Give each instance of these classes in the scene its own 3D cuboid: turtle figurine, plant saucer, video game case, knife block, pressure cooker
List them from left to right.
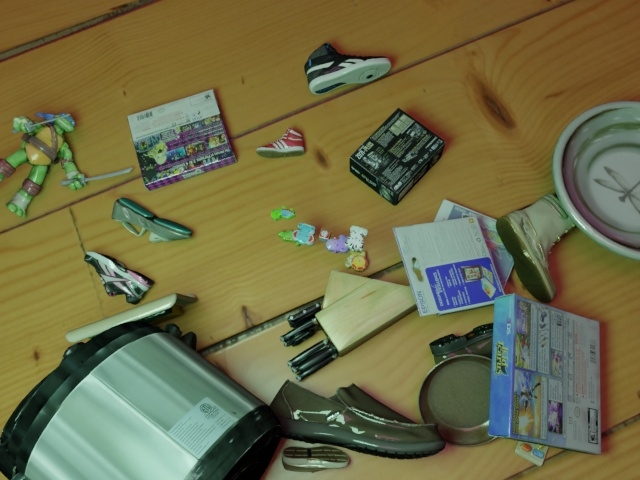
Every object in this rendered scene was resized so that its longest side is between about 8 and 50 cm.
[{"bbox_3d":[-0.659,-0.186,1.350,0.275,0.198,0.266,35,80,18],"label":"turtle figurine"},{"bbox_3d":[-0.325,0.350,1.035,0.421,0.370,0.375,32,91,16],"label":"pressure cooker"},{"bbox_3d":[-0.349,-0.254,1.436,0.232,0.042,0.210,-19,70,-3],"label":"video game case"},{"bbox_3d":[0.061,0.198,1.224,0.276,0.088,0.242,12,72,7],"label":"knife block"},{"bbox_3d":[0.295,0.319,1.159,0.199,0.036,0.198,0,99,3],"label":"plant saucer"},{"bbox_3d":[0.340,0.021,1.305,0.201,0.023,0.183,24,73,11],"label":"video game case"},{"bbox_3d":[0.447,0.266,1.132,0.244,0.061,0.269,18,68,-24],"label":"video game case"},{"bbox_3d":[0.709,-0.123,1.287,0.401,0.100,0.400,0,69,0],"label":"plant saucer"}]

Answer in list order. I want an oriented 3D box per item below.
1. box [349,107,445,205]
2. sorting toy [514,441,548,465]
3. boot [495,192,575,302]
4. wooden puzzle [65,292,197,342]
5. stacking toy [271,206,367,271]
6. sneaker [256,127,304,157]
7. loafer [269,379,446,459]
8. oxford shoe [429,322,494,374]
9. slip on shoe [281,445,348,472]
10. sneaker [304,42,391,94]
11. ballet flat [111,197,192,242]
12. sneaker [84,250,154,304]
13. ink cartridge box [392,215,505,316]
[{"bbox_3d":[0.181,-0.199,1.365,0.147,0.077,0.180,39,77,15],"label":"box"},{"bbox_3d":[0.420,0.411,1.164,0.083,0.012,0.062,26,74,12],"label":"sorting toy"},{"bbox_3d":[0.501,0.014,1.267,0.165,0.077,0.213,-26,88,-21],"label":"boot"},{"bbox_3d":[-0.378,0.164,1.191,0.221,0.238,0.044,-20,87,-4],"label":"wooden puzzle"},{"bbox_3d":[0.000,0.000,1.257,0.221,0.167,0.052,16,72,8],"label":"stacking toy"},{"bbox_3d":[-0.100,-0.242,1.416,0.119,0.042,0.067,-3,74,-6],"label":"sneaker"},{"bbox_3d":[0.066,0.347,1.139,0.366,0.133,0.130,7,66,10],"label":"loafer"},{"bbox_3d":[0.349,0.230,1.209,0.227,0.083,0.096,-17,88,-2],"label":"oxford shoe"},{"bbox_3d":[-0.011,0.450,1.164,0.136,0.051,0.041,2,110,-4],"label":"slip on shoe"},{"bbox_3d":[0.063,-0.463,1.466,0.217,0.079,0.121,-16,71,-1],"label":"sneaker"},{"bbox_3d":[-0.401,-0.033,1.356,0.213,0.072,0.068,25,101,13],"label":"ballet flat"},{"bbox_3d":[-0.476,0.086,1.309,0.178,0.072,0.077,27,84,18],"label":"sneaker"},{"bbox_3d":[0.271,0.055,1.235,0.208,0.045,0.206,-8,69,-17],"label":"ink cartridge box"}]
